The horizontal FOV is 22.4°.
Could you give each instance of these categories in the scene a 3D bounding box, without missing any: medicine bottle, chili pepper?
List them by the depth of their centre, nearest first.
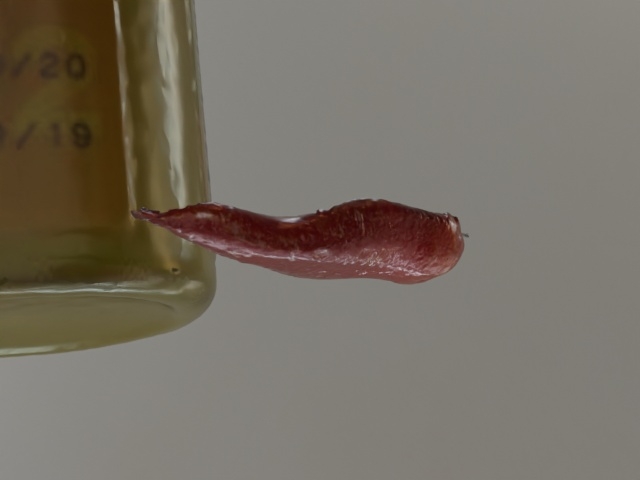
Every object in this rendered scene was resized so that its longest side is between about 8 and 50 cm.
[{"bbox_3d":[0.000,0.000,0.676,0.045,0.178,0.027,-32,-119,43],"label":"chili pepper"},{"bbox_3d":[-0.184,-0.135,0.932,0.224,0.224,0.384,-7,-101,8],"label":"medicine bottle"}]
